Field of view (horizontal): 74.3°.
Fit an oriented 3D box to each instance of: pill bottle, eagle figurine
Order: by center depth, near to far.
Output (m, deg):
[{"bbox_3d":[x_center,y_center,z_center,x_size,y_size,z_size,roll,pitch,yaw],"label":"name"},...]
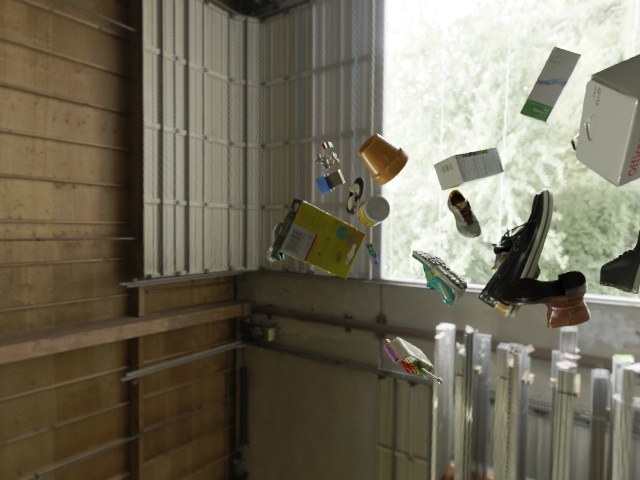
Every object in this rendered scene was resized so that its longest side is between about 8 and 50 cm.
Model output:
[{"bbox_3d":[0.229,-0.126,1.871,0.215,0.117,0.118,138,138,-82],"label":"pill bottle"},{"bbox_3d":[0.925,0.084,2.046,0.298,0.225,0.227,27,-121,-50],"label":"eagle figurine"}]

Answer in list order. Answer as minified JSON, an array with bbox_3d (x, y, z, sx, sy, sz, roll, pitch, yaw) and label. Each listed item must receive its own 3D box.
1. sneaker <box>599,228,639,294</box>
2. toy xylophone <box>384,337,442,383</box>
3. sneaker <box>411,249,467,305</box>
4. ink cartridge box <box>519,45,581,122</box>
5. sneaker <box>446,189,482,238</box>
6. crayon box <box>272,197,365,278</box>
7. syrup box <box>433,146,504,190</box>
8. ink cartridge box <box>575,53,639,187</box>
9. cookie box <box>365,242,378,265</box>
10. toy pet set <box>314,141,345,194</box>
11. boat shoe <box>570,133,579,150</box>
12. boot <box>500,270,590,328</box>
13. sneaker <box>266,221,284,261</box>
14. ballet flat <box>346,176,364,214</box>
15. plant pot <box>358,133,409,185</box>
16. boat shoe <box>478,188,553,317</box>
[{"bbox_3d":[0.997,0.055,1.383,0.083,0.118,0.222,16,-92,-47],"label":"sneaker"},{"bbox_3d":[0.448,0.583,2.020,0.322,0.236,0.081,37,-79,-31],"label":"toy xylophone"},{"bbox_3d":[0.420,0.129,1.571,0.106,0.275,0.110,6,-59,-32],"label":"sneaker"},{"bbox_3d":[0.743,-0.491,1.362,0.154,0.093,0.213,-15,-51,-58],"label":"ink cartridge box"},{"bbox_3d":[0.563,-0.105,1.671,0.093,0.088,0.225,61,-175,-59],"label":"sneaker"},{"bbox_3d":[0.000,0.000,1.592,0.318,0.081,0.202,26,-92,-30],"label":"crayon box"},{"bbox_3d":[0.495,-0.239,1.399,0.236,0.093,0.097,-17,-91,-35],"label":"syrup box"},{"bbox_3d":[0.902,-0.348,1.090,0.160,0.384,0.279,-112,-1,-48],"label":"ink cartridge box"},{"bbox_3d":[0.304,0.081,2.491,0.107,0.040,0.092,-107,0,-51],"label":"cookie box"},{"bbox_3d":[0.011,-0.179,1.050,0.114,0.065,0.122,66,-166,-7],"label":"toy pet set"},{"bbox_3d":[0.899,-0.334,1.475,0.056,0.048,0.153,58,-158,-8],"label":"boat shoe"},{"bbox_3d":[0.778,0.220,1.457,0.280,0.263,0.096,52,-157,-44],"label":"boot"},{"bbox_3d":[-0.155,0.010,1.678,0.065,0.076,0.167,16,-94,-50],"label":"sneaker"},{"bbox_3d":[0.176,-0.231,2.186,0.074,0.074,0.203,10,-84,-55],"label":"ballet flat"},{"bbox_3d":[0.290,-0.404,2.043,0.188,0.205,0.205,40,-125,-17],"label":"plant pot"},{"bbox_3d":[0.721,0.029,1.544,0.501,0.155,0.187,-66,-25,-6],"label":"boat shoe"}]
